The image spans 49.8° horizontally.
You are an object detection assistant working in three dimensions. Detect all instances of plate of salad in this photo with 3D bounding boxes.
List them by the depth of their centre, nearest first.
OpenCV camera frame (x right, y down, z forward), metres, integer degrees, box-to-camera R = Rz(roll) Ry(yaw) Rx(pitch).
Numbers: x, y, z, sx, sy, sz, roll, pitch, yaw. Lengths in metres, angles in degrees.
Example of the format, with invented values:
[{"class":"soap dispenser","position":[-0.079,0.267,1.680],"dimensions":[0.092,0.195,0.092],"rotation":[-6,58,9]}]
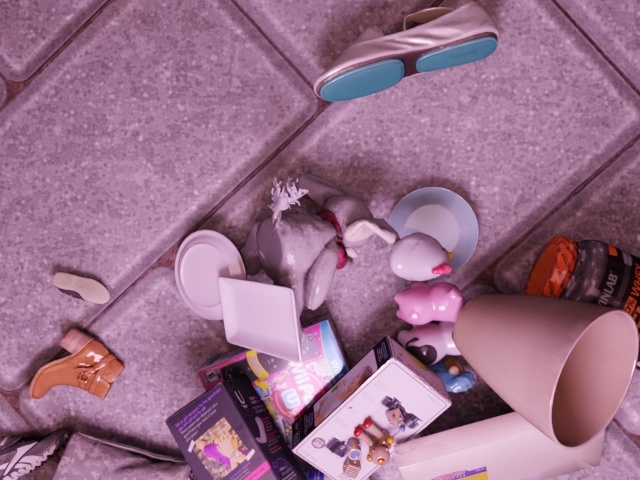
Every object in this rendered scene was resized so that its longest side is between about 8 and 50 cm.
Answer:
[{"class":"plate of salad","position":[-0.237,0.074,1.504],"dimensions":[0.200,0.048,0.200],"rotation":[4,99,31]}]

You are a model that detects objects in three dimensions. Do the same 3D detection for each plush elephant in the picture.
[{"class":"plush elephant","position":[0.000,0.000,1.418],"dimensions":[0.255,0.272,0.330],"rotation":[-9,131,-30]}]

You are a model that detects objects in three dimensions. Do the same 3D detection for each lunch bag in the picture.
[{"class":"lunch bag","position":[-0.438,0.567,1.476],"dimensions":[0.305,0.212,0.256],"rotation":[16,77,1]}]

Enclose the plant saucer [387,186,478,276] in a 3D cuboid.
[{"class":"plant saucer","position":[0.240,-0.018,1.485],"dimensions":[0.195,0.037,0.195],"rotation":[0,92,4]}]

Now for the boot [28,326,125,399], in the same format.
[{"class":"boot","position":[-0.546,0.311,1.542],"dimensions":[0.152,0.073,0.197],"rotation":[37,97,-2]}]

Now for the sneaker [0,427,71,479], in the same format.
[{"class":"sneaker","position":[-0.675,0.476,1.553],"dimensions":[0.234,0.078,0.106],"rotation":[-35,92,7]}]

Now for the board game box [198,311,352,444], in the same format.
[{"class":"board game box","position":[-0.079,0.317,1.495],"dimensions":[0.303,0.097,0.224],"rotation":[-23,92,5]}]

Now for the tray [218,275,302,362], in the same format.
[{"class":"tray","position":[-0.116,0.149,1.360],"dimensions":[0.030,0.270,0.145],"rotation":[-11,99,-37]}]

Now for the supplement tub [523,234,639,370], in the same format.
[{"class":"supplement tub","position":[0.598,0.130,1.380],"dimensions":[0.338,0.207,0.207],"rotation":[23,94,3]}]

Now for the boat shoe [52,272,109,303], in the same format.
[{"class":"boat shoe","position":[-0.533,0.109,1.547],"dimensions":[0.133,0.042,0.049],"rotation":[19,69,2]}]

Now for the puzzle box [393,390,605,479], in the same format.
[{"class":"puzzle box","position":[0.366,0.436,1.399],"dimensions":[0.409,0.272,0.052],"rotation":[-16,49,4]}]

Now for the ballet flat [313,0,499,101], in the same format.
[{"class":"ballet flat","position":[0.168,-0.401,1.441],"dimensions":[0.400,0.139,0.139],"rotation":[-17,91,1]}]

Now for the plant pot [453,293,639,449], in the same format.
[{"class":"plant pot","position":[0.389,0.201,1.271],"dimensions":[0.256,0.274,0.256],"rotation":[-14,115,-34]}]

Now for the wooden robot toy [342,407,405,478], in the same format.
[{"class":"wooden robot toy","position":[0.099,0.398,1.310],"dimensions":[0.076,0.079,0.173],"rotation":[39,106,-17]}]

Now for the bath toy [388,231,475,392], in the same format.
[{"class":"bath toy","position":[0.235,0.146,1.394],"dimensions":[0.151,0.129,0.348],"rotation":[-29,120,-30]}]

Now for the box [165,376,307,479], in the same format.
[{"class":"box","position":[-0.156,0.423,1.352],"dimensions":[0.143,0.165,0.270],"rotation":[-34,76,6]}]

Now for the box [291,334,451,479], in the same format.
[{"class":"box","position":[0.098,0.348,1.380],"dimensions":[0.169,0.087,0.290],"rotation":[38,107,-16]}]

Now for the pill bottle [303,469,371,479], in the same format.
[{"class":"pill bottle","position":[-0.021,0.572,1.472],"dimensions":[0.272,0.152,0.152],"rotation":[-10,92,5]}]
